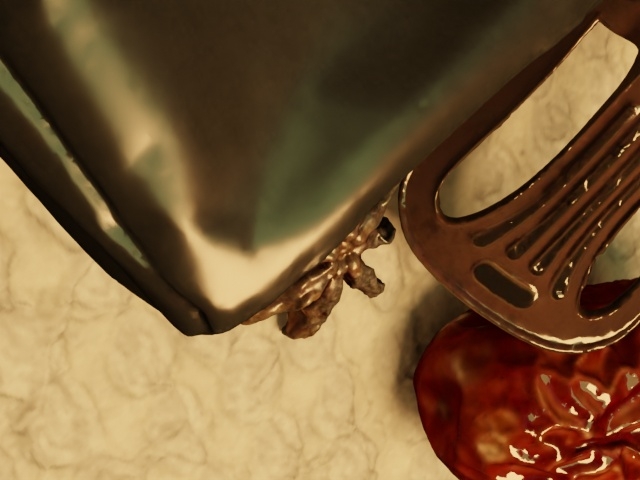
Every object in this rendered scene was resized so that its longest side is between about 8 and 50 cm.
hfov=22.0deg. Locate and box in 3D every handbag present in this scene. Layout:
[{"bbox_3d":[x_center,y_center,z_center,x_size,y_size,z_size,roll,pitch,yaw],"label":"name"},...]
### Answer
[{"bbox_3d":[-0.038,-0.142,0.686,0.302,0.178,0.275,-43,122,-15],"label":"handbag"}]

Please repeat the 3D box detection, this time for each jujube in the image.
[{"bbox_3d":[0.168,0.100,1.060,0.230,0.155,0.155,-4,118,-32],"label":"jujube"}]

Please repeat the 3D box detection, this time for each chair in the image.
[{"bbox_3d":[0.200,-0.107,0.937,0.175,0.183,0.326,35,126,-13],"label":"chair"}]

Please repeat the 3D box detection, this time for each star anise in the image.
[{"bbox_3d":[-0.001,0.001,0.915,0.141,0.042,0.141,-22,128,-31],"label":"star anise"}]
